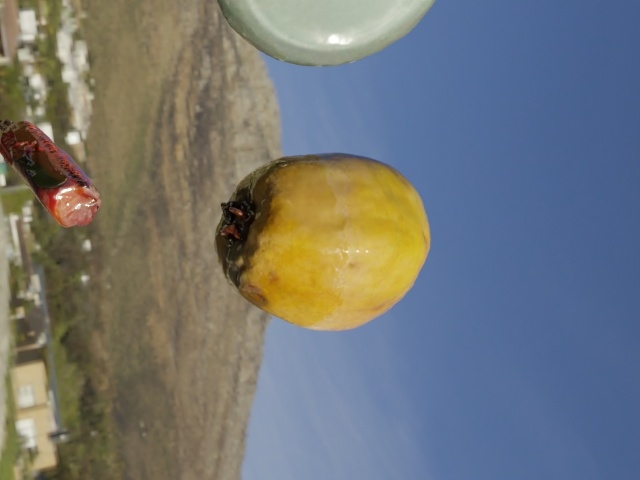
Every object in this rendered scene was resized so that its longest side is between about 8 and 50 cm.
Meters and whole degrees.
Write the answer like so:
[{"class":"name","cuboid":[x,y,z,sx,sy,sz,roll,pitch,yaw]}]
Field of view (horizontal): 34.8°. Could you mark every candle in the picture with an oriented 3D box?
[{"class":"candle","cuboid":[-0.218,-0.055,0.783,0.162,0.053,0.048,39,-66,44]}]

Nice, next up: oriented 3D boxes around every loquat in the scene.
[{"class":"loquat","cuboid":[0.000,0.000,0.995,0.187,0.234,0.176,-33,-119,47]}]

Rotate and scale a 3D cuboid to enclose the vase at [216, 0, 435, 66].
[{"class":"vase","cuboid":[-0.024,-0.271,0.783,0.291,0.245,0.245,-122,-149,-47]}]
